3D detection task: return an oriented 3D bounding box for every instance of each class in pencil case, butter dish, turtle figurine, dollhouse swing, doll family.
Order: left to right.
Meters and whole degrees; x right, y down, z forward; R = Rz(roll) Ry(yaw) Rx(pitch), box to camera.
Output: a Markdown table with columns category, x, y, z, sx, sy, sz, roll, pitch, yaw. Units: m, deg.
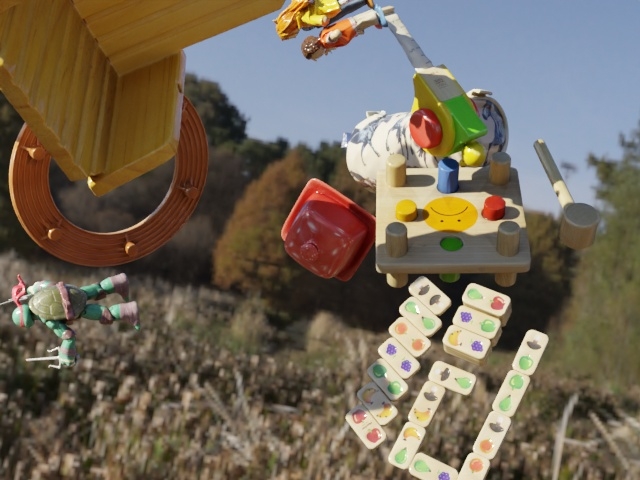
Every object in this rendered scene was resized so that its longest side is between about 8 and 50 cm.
| category | x | y | z | sx | sy | sz | roll | pitch | yaw |
| --- | --- | --- | --- | --- | --- | --- | --- | --- | --- |
| turtle figurine | -0.435 | 0.125 | 1.739 | 0.234 | 0.175 | 0.118 | -11 | -26 | -20 |
| dollhouse swing | -0.203 | -0.284 | 1.269 | 0.305 | 0.315 | 0.346 | -9 | -36 | 11 |
| butter dish | 0.000 | 0.000 | 1.826 | 0.160 | 0.159 | 0.118 | 35 | 36 | 7 |
| doll family | 0.007 | -0.359 | 1.633 | 0.163 | 0.118 | 0.263 | -23 | 8 | 5 |
| pencil case | 0.216 | -0.207 | 2.130 | 0.160 | 0.183 | 0.410 | -14 | 5 | -32 |

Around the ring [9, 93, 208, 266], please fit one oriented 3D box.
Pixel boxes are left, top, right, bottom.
| category | x | y | z | sx | sy | sz | roll | pitch | yaw |
| --- | --- | --- | --- | --- | --- | --- | --- | --- | --- |
| ring | -0.328 | -0.109 | 1.640 | 0.337 | 0.336 | 0.032 | 12 | 13 | -38 |

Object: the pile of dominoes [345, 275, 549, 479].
| category | x | y | z | sx | sy | sz | roll | pitch | yaw |
| --- | --- | --- | --- | --- | --- | --- | --- | --- | --- |
| pile of dominoes | 0.152 | 0.171 | 1.272 | 0.196 | 0.251 | 0.040 | 22 | -20 | 23 |

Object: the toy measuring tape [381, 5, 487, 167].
| category | x | y | z | sx | sy | sz | roll | pitch | yaw |
| --- | --- | --- | --- | --- | --- | --- | --- | --- | --- |
| toy measuring tape | 0.176 | -0.248 | 1.740 | 0.330 | 0.121 | 0.121 | 57 | 18 | 20 |

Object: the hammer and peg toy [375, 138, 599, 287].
| category | x | y | z | sx | sy | sz | roll | pitch | yaw |
| --- | --- | --- | --- | --- | --- | --- | --- | --- | --- |
| hammer and peg toy | 0.275 | -0.042 | 1.747 | 0.362 | 0.266 | 0.127 | -1 | -47 | 4 |
